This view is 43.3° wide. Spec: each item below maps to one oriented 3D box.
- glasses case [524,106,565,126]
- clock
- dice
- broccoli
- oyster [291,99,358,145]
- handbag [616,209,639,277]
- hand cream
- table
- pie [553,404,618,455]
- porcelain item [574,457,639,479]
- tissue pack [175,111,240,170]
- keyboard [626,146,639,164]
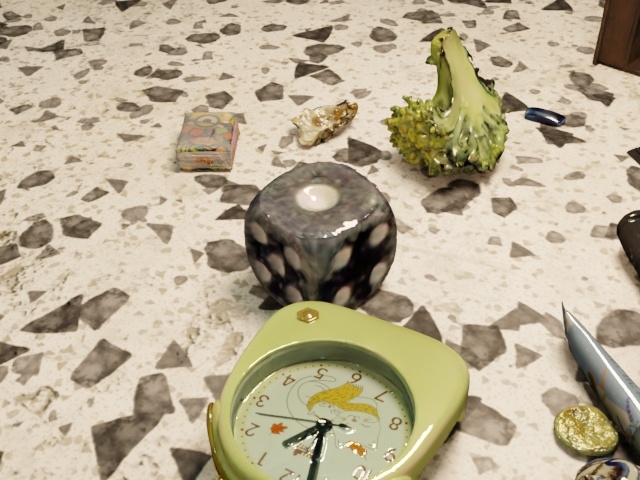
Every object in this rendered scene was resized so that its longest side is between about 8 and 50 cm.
[{"bbox_3d":[0.466,-0.260,1.679,0.083,0.023,0.033,20,43,25],"label":"glasses case"},{"bbox_3d":[0.006,0.239,1.006,0.286,0.117,0.348,18,44,22],"label":"clock"},{"bbox_3d":[0.000,0.000,1.251,0.182,0.183,0.181,-30,48,-29],"label":"dice"},{"bbox_3d":[0.221,-0.244,1.523,0.180,0.273,0.242,-10,21,49],"label":"broccoli"},{"bbox_3d":[0.016,-0.242,1.653,0.148,0.051,0.103,-26,45,-5],"label":"oyster"},{"bbox_3d":[0.626,0.029,1.250,0.275,0.088,0.244,-9,46,-6],"label":"handbag"},{"bbox_3d":[0.394,0.200,1.075,0.058,0.091,0.271,-27,46,0],"label":"hand cream"},{"bbox_3d":[0.795,-0.490,1.776,0.282,0.251,0.196,31,48,33],"label":"table"},{"bbox_3d":[0.346,0.250,1.055,0.084,0.021,0.084,2,39,-2],"label":"pie"},{"bbox_3d":[0.367,0.359,0.848,0.186,0.138,0.288,10,32,-13],"label":"porcelain item"},{"bbox_3d":[-0.222,-0.199,1.602,0.108,0.060,0.148,-1,38,2],"label":"tissue pack"},{"bbox_3d":[0.660,-0.127,1.515,0.074,0.015,0.196,-11,39,-10],"label":"keyboard"}]
